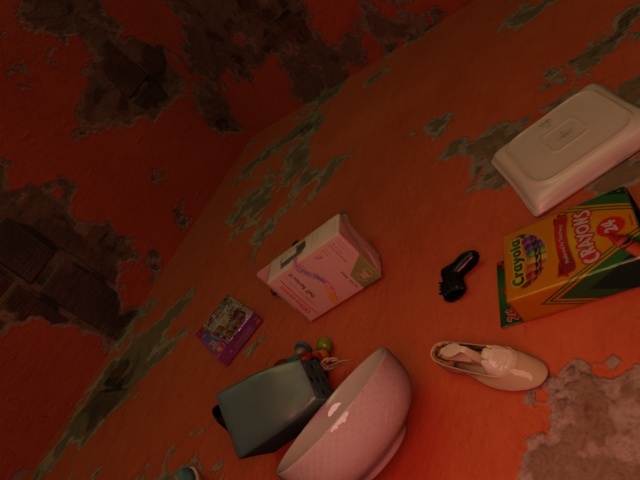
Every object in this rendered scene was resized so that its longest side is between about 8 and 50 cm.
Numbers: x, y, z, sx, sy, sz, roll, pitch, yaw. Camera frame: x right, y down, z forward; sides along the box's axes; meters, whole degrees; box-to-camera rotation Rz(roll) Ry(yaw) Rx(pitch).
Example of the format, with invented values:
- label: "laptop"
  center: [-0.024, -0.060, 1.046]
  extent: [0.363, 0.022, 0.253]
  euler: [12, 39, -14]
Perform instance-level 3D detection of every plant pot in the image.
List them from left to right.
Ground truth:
- label: "plant pot"
  center: [-0.097, 0.395, 1.313]
  extent: [0.234, 0.165, 0.166]
  euler: [-36, 63, 15]

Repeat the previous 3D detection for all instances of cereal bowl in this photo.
- label: "cereal bowl"
  center: [0.072, 0.387, 1.088]
  extent: [0.339, 0.141, 0.339]
  euler: [-48, -5, -5]

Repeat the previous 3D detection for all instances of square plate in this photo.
- label: "square plate"
  center: [0.625, -0.253, 1.359]
  extent: [0.347, 0.049, 0.344]
  euler: [-37, 27, 18]

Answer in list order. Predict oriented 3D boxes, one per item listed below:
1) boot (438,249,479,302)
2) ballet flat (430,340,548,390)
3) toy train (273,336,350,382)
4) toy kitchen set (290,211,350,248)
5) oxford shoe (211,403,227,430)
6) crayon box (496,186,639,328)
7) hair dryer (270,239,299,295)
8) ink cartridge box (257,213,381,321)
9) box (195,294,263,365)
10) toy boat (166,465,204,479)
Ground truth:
- label: "boot"
  center: [0.339, 0.089, 1.298]
  extent: [0.121, 0.045, 0.099]
  euler: [-39, 23, 31]
- label: "ballet flat"
  center: [0.321, 0.239, 1.061]
  extent: [0.248, 0.086, 0.086]
  euler: [-6, 46, 53]
- label: "toy train"
  center: [0.001, 0.315, 1.440]
  extent: [0.248, 0.105, 0.143]
  euler: [-25, 16, 30]
- label: "toy kitchen set"
  center: [0.000, 0.000, 1.722]
  extent: [0.207, 0.166, 0.122]
  euler: [-18, 42, -2]
- label: "oxford shoe"
  center: [-0.234, 0.498, 1.513]
  extent: [0.227, 0.096, 0.083]
  euler: [-19, 35, 42]
- label: "crayon box"
  center: [0.493, 0.041, 1.092]
  extent: [0.318, 0.081, 0.202]
  euler: [-28, 31, 34]
- label: "hair dryer"
  center: [-0.064, 0.118, 1.870]
  extent: [0.224, 0.080, 0.293]
  euler: [-66, 22, -4]
- label: "ink cartridge box"
  center: [-0.014, 0.105, 1.621]
  extent: [0.353, 0.207, 0.119]
  euler: [-35, 26, 23]
- label: "box"
  center: [-0.344, 0.324, 1.978]
  extent: [0.201, 0.057, 0.293]
  euler: [-51, 26, -12]
- label: "toy boat"
  center: [-0.356, 0.693, 1.348]
  extent: [0.318, 0.148, 0.268]
  euler: [-24, 33, 39]
